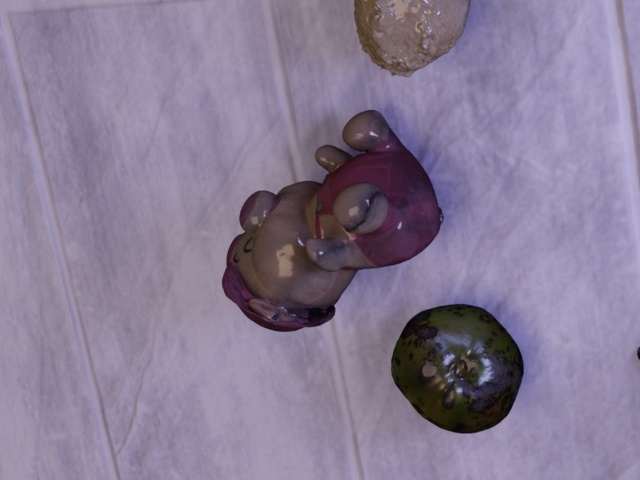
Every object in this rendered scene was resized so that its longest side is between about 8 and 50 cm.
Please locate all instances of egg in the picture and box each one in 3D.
[{"bbox_3d":[0.084,-0.224,1.575,0.118,0.116,0.140,35,136,20],"label":"egg"}]

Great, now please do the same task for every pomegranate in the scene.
[{"bbox_3d":[0.132,0.144,1.700,0.138,0.125,0.163,36,129,4],"label":"pomegranate"}]

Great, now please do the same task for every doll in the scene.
[{"bbox_3d":[-0.002,-0.003,1.698,0.256,0.196,0.152,-39,85,35],"label":"doll"}]

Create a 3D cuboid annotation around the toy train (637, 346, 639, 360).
[{"bbox_3d":[0.342,0.127,1.603,0.083,0.017,0.017,27,123,26],"label":"toy train"}]
